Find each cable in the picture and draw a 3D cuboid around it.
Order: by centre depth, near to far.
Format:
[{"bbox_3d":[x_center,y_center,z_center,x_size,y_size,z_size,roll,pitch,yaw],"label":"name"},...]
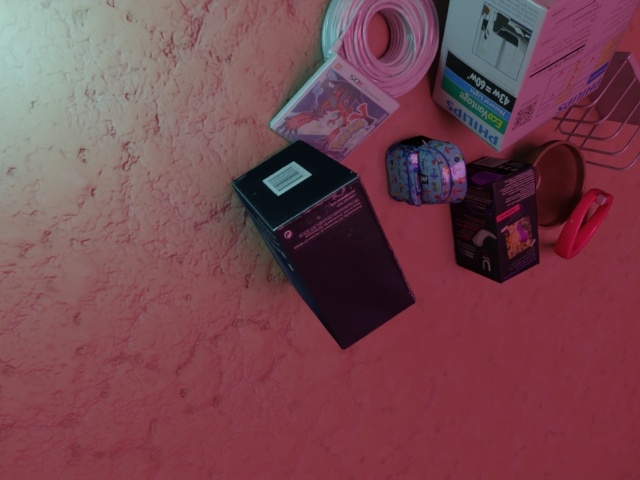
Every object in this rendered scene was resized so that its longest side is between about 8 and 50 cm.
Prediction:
[{"bbox_3d":[0.127,-0.422,1.178,0.257,0.089,0.257,18,95,-34],"label":"cable"}]

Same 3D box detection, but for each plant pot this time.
[{"bbox_3d":[0.594,-0.156,1.528,0.237,0.109,0.238,-10,111,-27],"label":"plant pot"}]

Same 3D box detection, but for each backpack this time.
[{"bbox_3d":[0.245,-0.149,1.284,0.116,0.173,0.158,-18,115,-25],"label":"backpack"}]

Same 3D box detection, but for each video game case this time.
[{"bbox_3d":[0.030,-0.255,1.150,0.183,0.023,0.201,28,124,-34],"label":"video game case"}]

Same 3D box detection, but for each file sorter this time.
[{"bbox_3d":[0.742,-0.344,1.509,0.277,0.193,0.173,39,87,-34],"label":"file sorter"}]

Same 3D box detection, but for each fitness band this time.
[{"bbox_3d":[0.755,-0.046,1.623,0.290,0.054,0.209,-8,125,-54],"label":"fitness band"}]

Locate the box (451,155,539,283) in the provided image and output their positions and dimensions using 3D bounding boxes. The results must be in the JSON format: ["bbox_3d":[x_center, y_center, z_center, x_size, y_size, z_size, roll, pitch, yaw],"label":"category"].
[{"bbox_3d":[0.438,-0.056,1.433,0.143,0.165,0.271,-22,116,-23],"label":"box"}]

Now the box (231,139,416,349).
[{"bbox_3d":[0.000,0.000,1.101,0.182,0.296,0.294,-33,119,-7],"label":"box"}]

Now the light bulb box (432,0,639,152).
[{"bbox_3d":[0.459,-0.446,1.200,0.357,0.225,0.361,-32,151,-19],"label":"light bulb box"}]
